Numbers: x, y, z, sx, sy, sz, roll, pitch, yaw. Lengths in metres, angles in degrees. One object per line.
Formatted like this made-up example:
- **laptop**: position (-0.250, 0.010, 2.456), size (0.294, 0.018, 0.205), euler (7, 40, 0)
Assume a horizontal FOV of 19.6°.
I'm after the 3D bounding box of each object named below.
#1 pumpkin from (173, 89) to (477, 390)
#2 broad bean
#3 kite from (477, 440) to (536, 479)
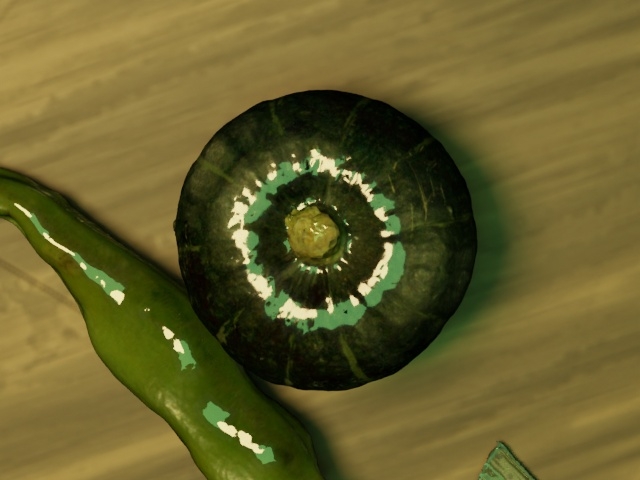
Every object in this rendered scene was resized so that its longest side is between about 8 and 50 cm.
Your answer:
- **pumpkin**: position (0.000, 0.000, 1.019), size (0.167, 0.125, 0.167), euler (6, 110, 18)
- **broad bean**: position (-0.115, 0.054, 1.071), size (0.318, 0.056, 0.098), euler (34, 111, 5)
- **kite**: position (0.108, 0.284, 1.106), size (0.314, 0.011, 0.335), euler (5, 97, 3)
